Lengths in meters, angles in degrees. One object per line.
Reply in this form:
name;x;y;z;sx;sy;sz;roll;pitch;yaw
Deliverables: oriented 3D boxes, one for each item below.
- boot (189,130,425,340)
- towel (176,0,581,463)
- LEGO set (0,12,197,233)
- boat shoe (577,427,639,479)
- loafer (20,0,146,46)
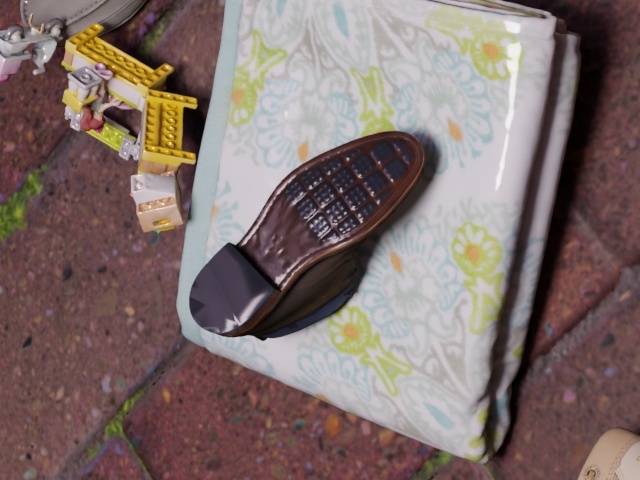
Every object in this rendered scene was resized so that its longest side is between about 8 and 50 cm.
boot;0.000;0.000;1.358;0.219;0.106;0.082;-38;68;6
towel;0.037;-0.040;1.412;0.321;0.090;0.374;22;110;36
LEGO set;-0.185;-0.090;1.574;0.287;0.132;0.107;47;136;30
boat shoe;0.191;0.309;1.303;0.110;0.122;0.341;30;96;38
loafer;-0.181;-0.291;1.590;0.319;0.111;0.112;-39;67;29
